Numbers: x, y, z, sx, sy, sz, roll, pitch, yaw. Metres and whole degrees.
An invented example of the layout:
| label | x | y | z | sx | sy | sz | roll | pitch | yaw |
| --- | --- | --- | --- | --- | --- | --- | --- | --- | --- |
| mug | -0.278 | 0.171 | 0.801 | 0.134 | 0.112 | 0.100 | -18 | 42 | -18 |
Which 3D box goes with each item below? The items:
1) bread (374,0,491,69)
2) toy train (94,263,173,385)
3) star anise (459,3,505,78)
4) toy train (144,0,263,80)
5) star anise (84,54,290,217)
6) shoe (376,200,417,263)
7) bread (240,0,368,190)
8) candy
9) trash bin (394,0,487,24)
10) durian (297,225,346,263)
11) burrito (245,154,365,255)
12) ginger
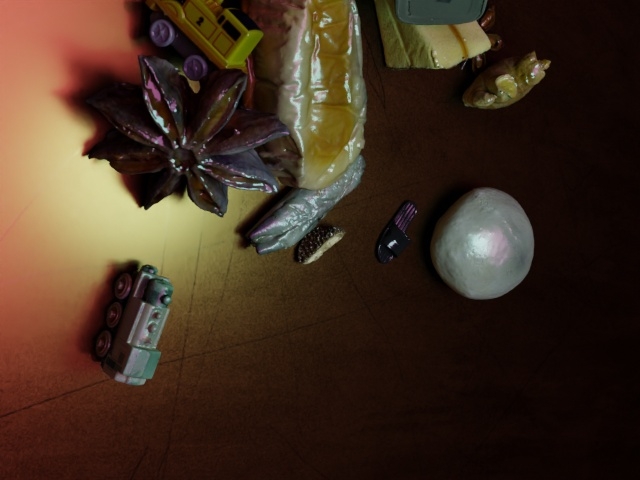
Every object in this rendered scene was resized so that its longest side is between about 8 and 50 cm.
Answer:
| label | x | y | z | sx | sy | sz | roll | pitch | yaw |
| --- | --- | --- | --- | --- | --- | --- | --- | --- | --- |
| bread | 0.214 | -0.481 | 1.402 | 0.168 | 0.163 | 0.263 | -30 | 118 | -29 |
| toy train | -0.304 | 0.139 | 1.170 | 0.081 | 0.125 | 0.193 | 21 | 88 | -44 |
| star anise | 0.360 | -0.445 | 1.601 | 0.157 | 0.054 | 0.212 | 44 | 72 | -37 |
| toy train | -0.183 | -0.331 | 1.110 | 0.127 | 0.219 | 0.089 | -45 | 177 | 24 |
| star anise | -0.206 | -0.160 | 1.107 | 0.331 | 0.332 | 0.117 | 50 | 33 | -36 |
| shoe | 0.182 | -0.018 | 1.571 | 0.062 | 0.053 | 0.159 | 42 | 72 | -42 |
| bread | -0.033 | -0.285 | 1.232 | 0.236 | 0.183 | 0.388 | -15 | 115 | -45 |
| candy | 0.398 | 0.012 | 1.667 | 0.296 | 0.185 | 0.295 | -14 | 115 | -33 |
| trash bin | 0.219 | -0.546 | 1.276 | 0.219 | 0.220 | 0.249 | 66 | 25 | -74 |
| durian | 0.007 | 0.005 | 1.434 | 0.130 | 0.052 | 0.066 | -36 | 124 | -28 |
| burrito | -0.021 | -0.074 | 1.381 | 0.309 | 0.066 | 0.096 | -43 | 120 | -23 |
| ginger | 0.428 | -0.365 | 1.605 | 0.216 | 0.157 | 0.102 | -29 | 92 | -2 |
